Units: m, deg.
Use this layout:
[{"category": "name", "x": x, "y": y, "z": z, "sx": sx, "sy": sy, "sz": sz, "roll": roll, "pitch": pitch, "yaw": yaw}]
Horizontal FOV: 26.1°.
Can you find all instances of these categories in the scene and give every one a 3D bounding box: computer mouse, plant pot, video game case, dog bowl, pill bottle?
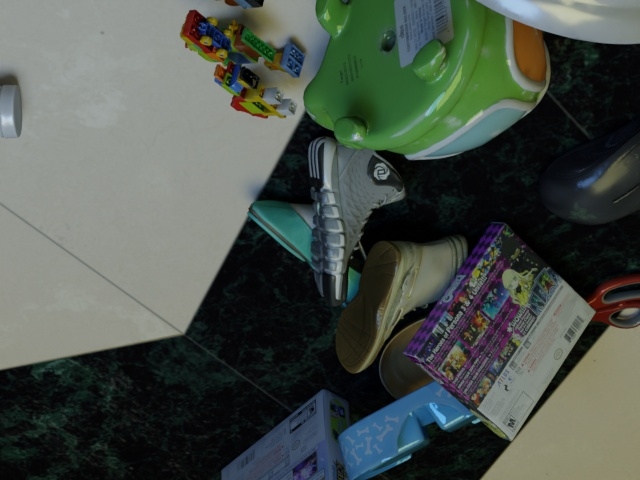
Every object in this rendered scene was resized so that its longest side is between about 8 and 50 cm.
[{"category": "computer mouse", "x": 0.412, "y": -0.098, "z": 1.831, "sx": 0.272, "sy": 0.072, "sz": 0.188, "roll": -32, "pitch": 129, "yaw": 25}, {"category": "plant pot", "x": 0.206, "y": 0.179, "z": 2.116, "sx": 0.236, "sy": 0.032, "sz": 0.236, "roll": -2, "pitch": 134, "yaw": -2}, {"category": "video game case", "x": 0.255, "y": 0.128, "z": 1.938, "sx": 0.210, "sy": 0.042, "sz": 0.232, "roll": 41, "pitch": 75, "yaw": -23}, {"category": "dog bowl", "x": 0.157, "y": 0.263, "z": 2.054, "sx": 0.297, "sy": 0.074, "sz": 0.166, "roll": -29, "pitch": 166, "yaw": 4}, {"category": "pill bottle", "x": -0.455, "y": -0.158, "z": 1.710, "sx": 0.160, "sy": 0.087, "sz": 0.087, "roll": -2, "pitch": 134, "yaw": -3}, {"category": "video game case", "x": -0.054, "y": 0.404, "z": 2.170, "sx": 0.061, "sy": 0.244, "sz": 0.269, "roll": 30, "pitch": 126, "yaw": -28}]

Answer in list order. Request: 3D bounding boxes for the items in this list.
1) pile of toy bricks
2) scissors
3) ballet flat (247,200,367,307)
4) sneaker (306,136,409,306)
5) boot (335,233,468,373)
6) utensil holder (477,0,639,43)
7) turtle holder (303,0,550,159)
[{"category": "pile of toy bricks", "x": -0.115, "y": -0.233, "z": 1.665, "sx": 0.105, "sy": 0.118, "sz": 0.212, "roll": 2, "pitch": 159, "yaw": 34}, {"category": "scissors", "x": 0.357, "y": 0.103, "z": 2.037, "sx": 0.297, "sy": 0.021, "sz": 0.109, "roll": -7, "pitch": 135, "yaw": -6}, {"category": "ballet flat", "x": 0.000, "y": 0.000, "z": 1.910, "sx": 0.087, "sy": 0.083, "sz": 0.247, "roll": -44, "pitch": 126, "yaw": 3}, {"category": "sneaker", "x": 0.058, "y": -0.028, "z": 1.828, "sx": 0.132, "sy": 0.086, "sz": 0.229, "roll": -7, "pitch": 106, "yaw": -18}, {"category": "boot", "x": 0.117, "y": 0.087, "z": 1.939, "sx": 0.165, "sy": 0.077, "sz": 0.213, "roll": -8, "pitch": 128, "yaw": -42}, {"category": "utensil holder", "x": 0.284, "y": -0.439, "z": 1.323, "sx": 0.327, "sy": 0.328, "sz": 0.385, "roll": 7, "pitch": 131, "yaw": -10}, {"category": "turtle holder", "x": 0.123, "y": -0.188, "z": 1.615, "sx": 0.227, "sy": 0.243, "sz": 0.320, "roll": 11, "pitch": 126, "yaw": -37}]
